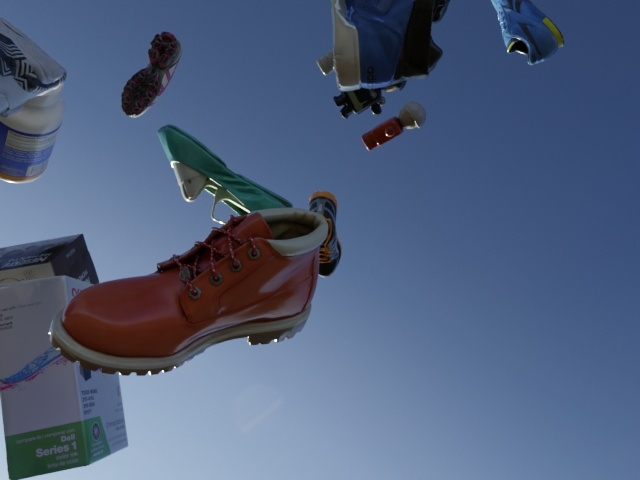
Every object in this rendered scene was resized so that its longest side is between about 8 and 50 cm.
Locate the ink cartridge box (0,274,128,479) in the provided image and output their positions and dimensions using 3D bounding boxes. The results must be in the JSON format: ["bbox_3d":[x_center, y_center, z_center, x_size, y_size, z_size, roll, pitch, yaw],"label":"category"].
[{"bbox_3d":[-0.400,0.205,0.983,0.117,0.277,0.201,-11,-10,-2],"label":"ink cartridge box"}]

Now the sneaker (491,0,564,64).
[{"bbox_3d":[0.368,-0.415,1.200,0.082,0.209,0.069,-35,-31,10],"label":"sneaker"}]

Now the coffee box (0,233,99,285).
[{"bbox_3d":[-0.617,0.088,1.238,0.298,0.168,0.118,-9,-71,5],"label":"coffee box"}]

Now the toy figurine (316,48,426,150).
[{"bbox_3d":[0.109,-0.320,1.313,0.148,0.209,0.213,-29,-35,14],"label":"toy figurine"}]

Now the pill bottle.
[{"bbox_3d":[-0.655,-0.264,1.389,0.152,0.152,0.272,30,-47,-12],"label":"pill bottle"}]

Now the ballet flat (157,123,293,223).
[{"bbox_3d":[-0.160,-0.081,0.972,0.247,0.087,0.083,34,-18,-9],"label":"ballet flat"}]

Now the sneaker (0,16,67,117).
[{"bbox_3d":[-0.498,-0.201,0.859,0.137,0.366,0.210,42,-81,-7],"label":"sneaker"}]

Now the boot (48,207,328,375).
[{"bbox_3d":[-0.064,0.020,0.344,0.059,0.158,0.084,48,-50,33],"label":"boot"}]

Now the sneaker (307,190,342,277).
[{"bbox_3d":[0.000,0.000,1.380,0.084,0.083,0.214,-1,-55,7],"label":"sneaker"}]

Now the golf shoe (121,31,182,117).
[{"bbox_3d":[-0.335,-0.327,1.283,0.068,0.086,0.186,31,-91,6],"label":"golf shoe"}]

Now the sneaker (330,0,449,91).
[{"bbox_3d":[0.047,-0.182,0.434,0.085,0.058,0.152,-5,-92,4],"label":"sneaker"}]
